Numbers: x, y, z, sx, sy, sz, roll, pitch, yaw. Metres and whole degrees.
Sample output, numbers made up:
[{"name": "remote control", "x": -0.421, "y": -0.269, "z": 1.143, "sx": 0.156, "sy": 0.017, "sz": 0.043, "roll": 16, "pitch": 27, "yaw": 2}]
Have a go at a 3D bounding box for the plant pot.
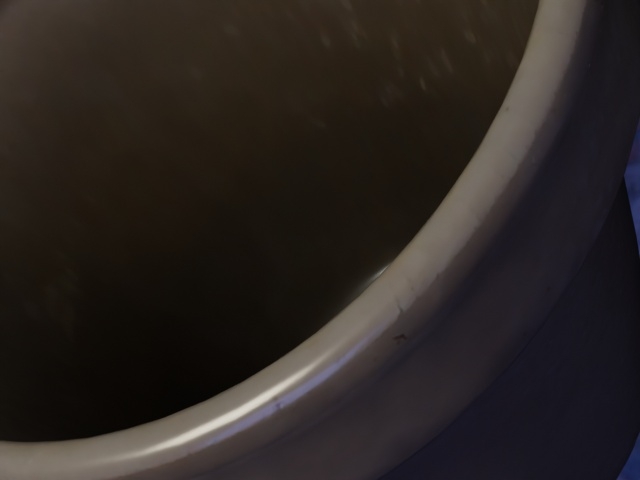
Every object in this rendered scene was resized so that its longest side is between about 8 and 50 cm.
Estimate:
[{"name": "plant pot", "x": 0.000, "y": 0.000, "z": 0.628, "sx": 0.263, "sy": 0.263, "sz": 0.229, "roll": -26, "pitch": 141, "yaw": 14}]
